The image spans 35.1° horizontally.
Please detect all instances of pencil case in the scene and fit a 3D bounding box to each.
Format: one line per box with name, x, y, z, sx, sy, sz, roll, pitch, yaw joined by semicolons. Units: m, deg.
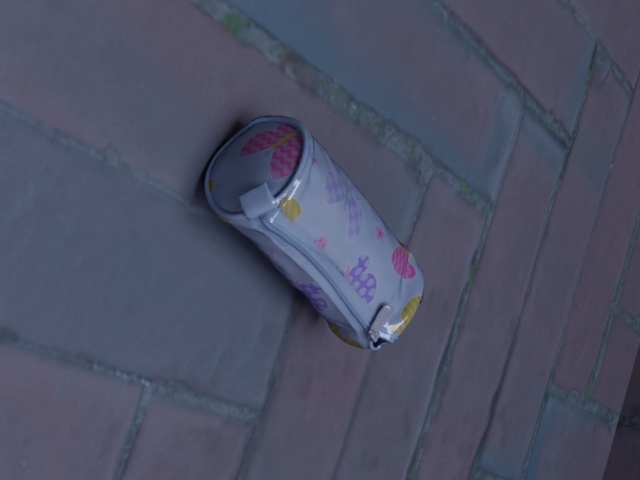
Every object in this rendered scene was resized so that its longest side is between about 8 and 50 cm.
pencil case;0.000;0.000;0.982;0.273;0.113;0.124;49;39;-45
